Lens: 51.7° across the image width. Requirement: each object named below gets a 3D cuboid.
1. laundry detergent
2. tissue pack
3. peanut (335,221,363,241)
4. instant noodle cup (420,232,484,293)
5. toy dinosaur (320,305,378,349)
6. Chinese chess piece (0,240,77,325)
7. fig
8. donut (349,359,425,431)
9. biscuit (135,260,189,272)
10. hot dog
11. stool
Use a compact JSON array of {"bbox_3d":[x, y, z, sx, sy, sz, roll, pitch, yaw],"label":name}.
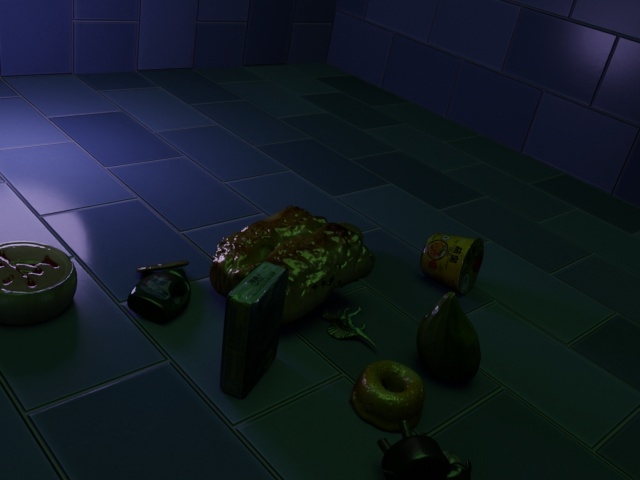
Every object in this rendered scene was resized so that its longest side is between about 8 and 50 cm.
[{"bbox_3d":[-0.399,0.131,1.723,0.137,0.063,0.211,21,27,9],"label":"laundry detergent"},{"bbox_3d":[-0.153,0.197,1.489,0.081,0.257,0.185,17,29,14],"label":"tissue pack"},{"bbox_3d":[0.045,0.004,2.072,0.101,0.117,0.263,-13,7,38],"label":"peanut"},{"bbox_3d":[0.405,0.060,2.050,0.144,0.182,0.182,18,27,31],"label":"instant noodle cup"},{"bbox_3d":[0.070,0.232,1.746,0.106,0.044,0.187,-12,47,-14],"label":"toy dinosaur"},{"bbox_3d":[-0.725,0.101,1.611,0.249,0.103,0.250,11,29,-6],"label":"Chinese chess piece"},{"bbox_3d":[0.310,0.248,1.645,0.167,0.233,0.167,-24,35,18],"label":"fig"},{"bbox_3d":[0.164,0.348,1.527,0.174,0.075,0.190,27,32,27],"label":"donut"},{"bbox_3d":[-0.434,0.072,1.816,0.147,0.018,0.071,-10,5,-17],"label":"biscuit"},{"bbox_3d":[-0.108,0.076,1.800,0.367,0.196,0.365,24,34,35],"label":"hot dog"},{"bbox_3d":[0.209,0.446,1.326,0.217,0.125,0.121,12,25,-20],"label":"stool"}]
